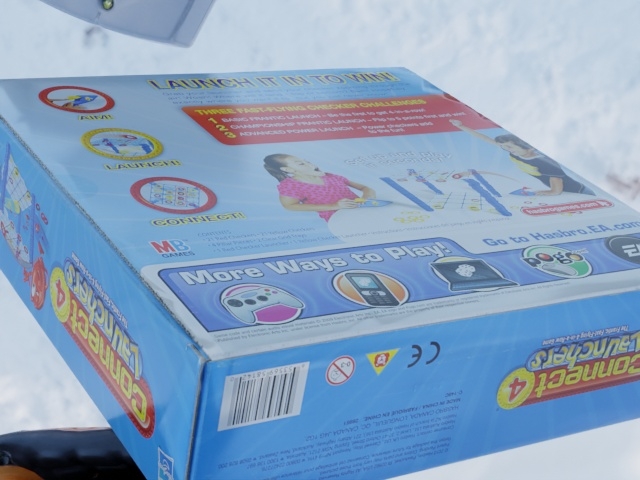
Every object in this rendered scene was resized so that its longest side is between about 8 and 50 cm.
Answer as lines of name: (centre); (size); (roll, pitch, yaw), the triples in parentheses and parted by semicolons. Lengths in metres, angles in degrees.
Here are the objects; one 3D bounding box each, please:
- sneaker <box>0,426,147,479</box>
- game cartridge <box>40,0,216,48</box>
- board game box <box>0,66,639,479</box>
sneaker: (-0.153, 0.163, 0.647); (0.321, 0.124, 0.180); (-27, 152, 18)
game cartridge: (-0.177, -0.273, 0.920); (0.294, 0.060, 0.196); (35, 101, 16)
board game box: (0.000, 0.000, 0.686); (0.302, 0.308, 0.086); (41, 129, 48)
